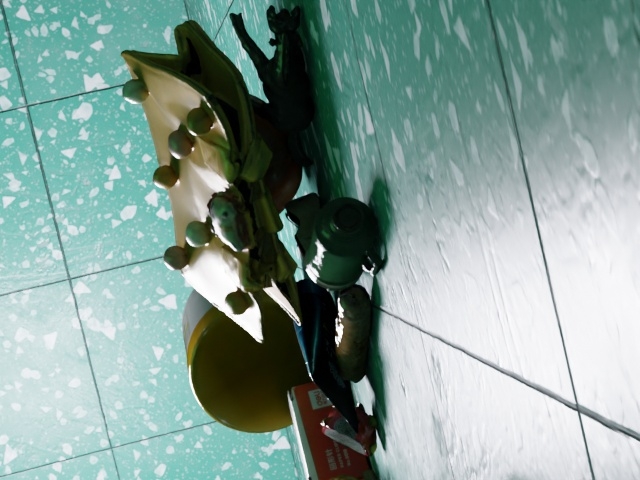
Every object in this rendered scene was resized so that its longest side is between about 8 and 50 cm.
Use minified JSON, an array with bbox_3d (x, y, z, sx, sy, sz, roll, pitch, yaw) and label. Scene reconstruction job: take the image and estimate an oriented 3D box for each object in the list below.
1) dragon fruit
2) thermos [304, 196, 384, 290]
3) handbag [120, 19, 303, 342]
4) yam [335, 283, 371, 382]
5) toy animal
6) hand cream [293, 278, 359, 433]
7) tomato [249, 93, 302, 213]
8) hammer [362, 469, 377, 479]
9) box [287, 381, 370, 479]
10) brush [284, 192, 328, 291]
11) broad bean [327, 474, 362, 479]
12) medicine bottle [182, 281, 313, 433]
[{"bbox_3d":[0.047,0.258,1.876,0.060,0.083,0.056,-57,-16,-26],"label":"dragon fruit"},{"bbox_3d":[0.024,0.005,1.510,0.187,0.073,0.083,103,154,-74],"label":"thermos"},{"bbox_3d":[-0.146,-0.078,1.841,0.283,0.133,0.401,37,145,50],"label":"handbag"},{"bbox_3d":[0.041,0.122,1.717,0.264,0.046,0.046,88,167,-65],"label":"yam"},{"bbox_3d":[-0.056,-0.206,1.711,0.148,0.085,0.232,-114,16,-50],"label":"toy animal"},{"bbox_3d":[0.003,0.157,1.895,0.120,0.061,0.270,54,-167,-29],"label":"hand cream"},{"bbox_3d":[-0.094,-0.136,1.986,0.199,0.112,0.228,63,160,20],"label":"tomato"},{"bbox_3d":[0.086,0.398,2.042,0.035,0.019,0.110,-112,6,-52],"label":"hammer"},{"bbox_3d":[0.013,0.328,2.126,0.133,0.099,0.182,85,169,-61],"label":"box"},{"bbox_3d":[0.000,0.000,1.769,0.327,0.070,0.065,-121,8,-73],"label":"brush"},{"bbox_3d":[0.049,0.441,1.969,0.228,0.122,0.156,79,170,-46],"label":"broad bean"},{"bbox_3d":[-0.114,0.179,2.290,0.232,0.238,0.237,-119,17,-71],"label":"medicine bottle"}]
